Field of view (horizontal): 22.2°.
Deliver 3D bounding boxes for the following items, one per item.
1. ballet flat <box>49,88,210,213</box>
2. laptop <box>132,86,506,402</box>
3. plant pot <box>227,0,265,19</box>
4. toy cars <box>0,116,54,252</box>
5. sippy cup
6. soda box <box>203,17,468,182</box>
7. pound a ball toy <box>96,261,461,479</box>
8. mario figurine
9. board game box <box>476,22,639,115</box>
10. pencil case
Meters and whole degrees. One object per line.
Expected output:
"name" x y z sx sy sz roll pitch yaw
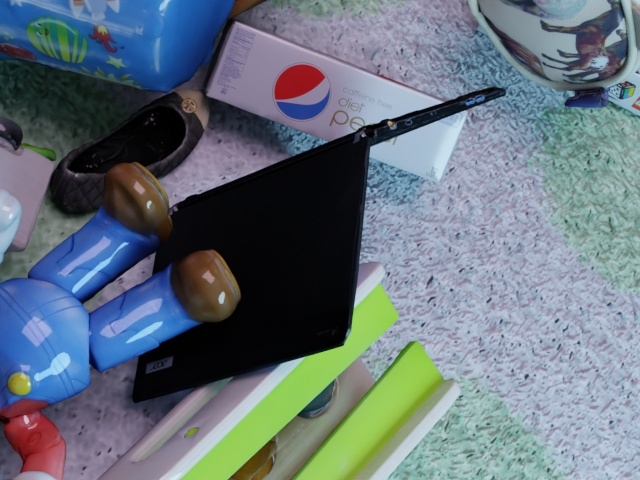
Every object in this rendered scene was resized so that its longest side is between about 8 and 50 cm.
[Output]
"ballet flat" -0.149 -0.076 1.333 0.057 0.049 0.173 45 54 7
"laptop" 0.000 0.000 1.237 0.264 0.234 0.136 -21 92 -47
"plant pot" -0.078 -0.346 1.408 0.291 0.291 0.203 48 38 10
"toy cars" -0.374 -0.037 1.128 0.394 0.087 0.176 -14 81 -41
"sippy cup" -0.184 -0.226 1.267 0.224 0.305 0.240 23 38 12
"soda box" 0.012 -0.121 1.400 0.216 0.074 0.069 21 98 -10
"pound a ball toy" -0.032 0.192 1.189 0.319 0.136 0.208 -44 108 -36
"mario figurine" -0.209 0.082 1.085 0.320 0.170 0.198 -38 44 -17
"board game box" 0.286 -0.281 1.638 0.193 0.053 0.305 27 54 -6
"pencil case" 0.313 -0.292 1.519 0.184 0.160 0.410 27 50 22
